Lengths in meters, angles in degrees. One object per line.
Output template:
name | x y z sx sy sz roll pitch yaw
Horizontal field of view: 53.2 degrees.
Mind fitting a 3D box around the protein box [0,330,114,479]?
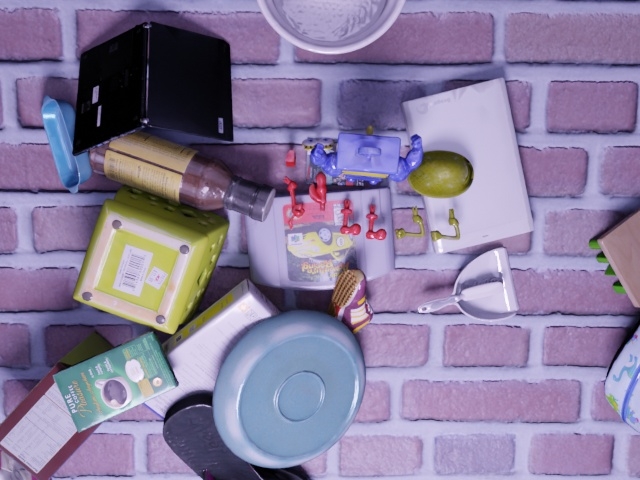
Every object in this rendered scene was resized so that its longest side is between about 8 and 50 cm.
protein box | -0.484 0.316 1.239 0.136 0.200 0.201 43 95 -6

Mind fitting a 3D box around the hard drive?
hard drive | 0.292 -0.146 1.266 0.203 0.040 0.307 -14 99 1

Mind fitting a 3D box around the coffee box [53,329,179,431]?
coffee box | -0.357 0.244 1.121 0.184 0.040 0.113 -25 95 -10

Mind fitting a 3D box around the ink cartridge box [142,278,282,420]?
ink cartridge box | -0.162 0.271 1.256 0.307 0.072 0.303 -36 118 10

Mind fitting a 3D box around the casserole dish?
casserole dish | -0.483 -0.185 1.224 0.037 0.114 0.188 -19 99 -38

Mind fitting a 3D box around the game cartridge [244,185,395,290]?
game cartridge | 0.000 0.000 1.278 0.294 0.060 0.196 -5 102 0

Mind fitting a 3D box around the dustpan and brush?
dustpan and brush | 0.295 0.109 1.291 0.211 0.060 0.147 -14 98 1

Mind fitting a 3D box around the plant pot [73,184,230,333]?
plant pot | -0.321 0.037 1.200 0.227 0.207 0.228 21 98 -4

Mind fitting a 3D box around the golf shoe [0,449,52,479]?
golf shoe | -0.650 0.520 1.323 0.140 0.115 0.306 -39 90 15

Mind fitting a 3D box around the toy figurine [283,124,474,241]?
toy figurine | 0.107 -0.110 1.132 0.362 0.217 0.191 7 82 2

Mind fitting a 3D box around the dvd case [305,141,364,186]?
dvd case | 0.030 -0.153 1.275 0.119 0.013 0.087 2 98 -2

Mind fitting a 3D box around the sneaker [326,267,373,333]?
sneaker | 0.070 0.120 1.258 0.084 0.069 0.185 1 139 -20

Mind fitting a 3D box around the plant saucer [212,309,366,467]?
plant saucer | -0.043 0.288 1.202 0.317 0.044 0.317 -6 104 -26

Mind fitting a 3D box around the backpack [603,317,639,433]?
backpack | 0.709 0.227 1.220 0.290 0.273 0.355 25 116 -44

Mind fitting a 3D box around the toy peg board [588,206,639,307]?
toy peg board | 0.635 0.022 1.286 0.160 0.079 0.161 -34 98 -12

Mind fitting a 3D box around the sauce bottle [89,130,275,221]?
sauce bottle | -0.257 -0.120 1.209 0.344 0.111 0.111 21 97 4

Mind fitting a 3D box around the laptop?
laptop | -0.313 -0.270 1.196 0.264 0.136 0.234 -17 63 23

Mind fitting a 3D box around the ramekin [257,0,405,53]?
ramekin | 0.018 -0.474 1.168 0.277 0.135 0.277 0 99 0

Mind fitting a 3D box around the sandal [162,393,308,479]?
sandal | -0.151 0.488 1.266 0.167 0.107 0.446 -35 116 8
